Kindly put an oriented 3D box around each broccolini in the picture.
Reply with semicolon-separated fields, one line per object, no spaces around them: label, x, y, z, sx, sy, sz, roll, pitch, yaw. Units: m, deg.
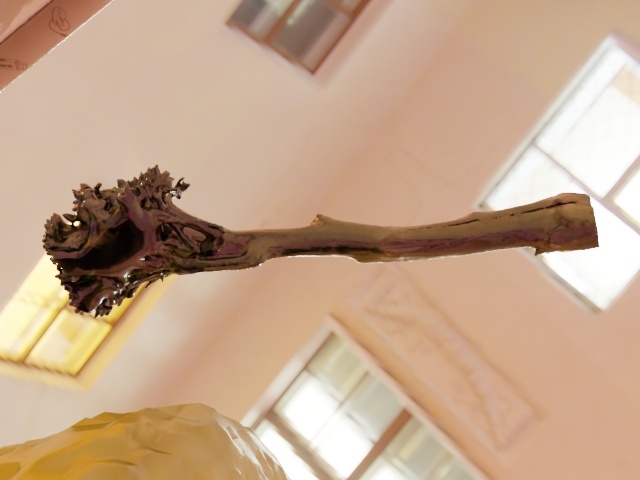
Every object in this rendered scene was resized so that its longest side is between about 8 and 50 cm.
broccolini;-0.001;-0.008;0.677;0.071;0.254;0.058;97;167;-76

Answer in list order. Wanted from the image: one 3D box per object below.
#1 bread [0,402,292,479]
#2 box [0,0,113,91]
bread;-0.130;0.243;0.469;0.348;0.307;0.348;-12;-90;-74
box;-0.167;-0.190;0.979;0.033;0.247;0.129;41;-156;-36
